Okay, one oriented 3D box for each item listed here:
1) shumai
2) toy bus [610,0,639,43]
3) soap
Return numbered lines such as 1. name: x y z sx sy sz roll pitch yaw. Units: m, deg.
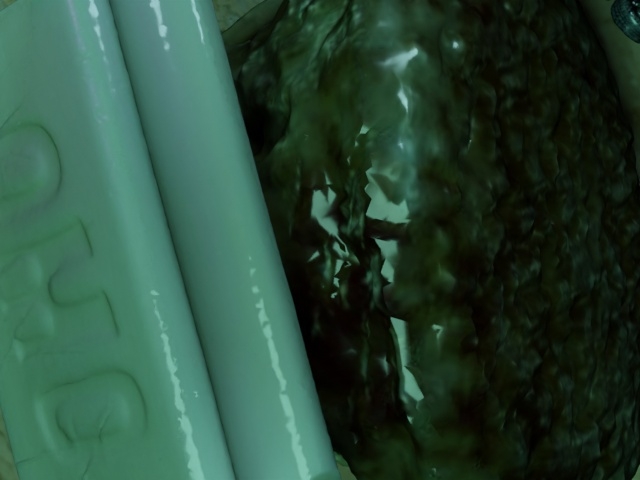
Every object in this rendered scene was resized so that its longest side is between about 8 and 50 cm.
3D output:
1. shumai: 0.000 0.000 1.001 0.348 0.395 0.395 -4 112 26
2. toy bus: 0.180 -0.202 0.972 0.195 0.089 0.081 47 124 -2
3. soap: -0.105 0.020 0.856 0.173 0.095 0.289 -18 85 47
